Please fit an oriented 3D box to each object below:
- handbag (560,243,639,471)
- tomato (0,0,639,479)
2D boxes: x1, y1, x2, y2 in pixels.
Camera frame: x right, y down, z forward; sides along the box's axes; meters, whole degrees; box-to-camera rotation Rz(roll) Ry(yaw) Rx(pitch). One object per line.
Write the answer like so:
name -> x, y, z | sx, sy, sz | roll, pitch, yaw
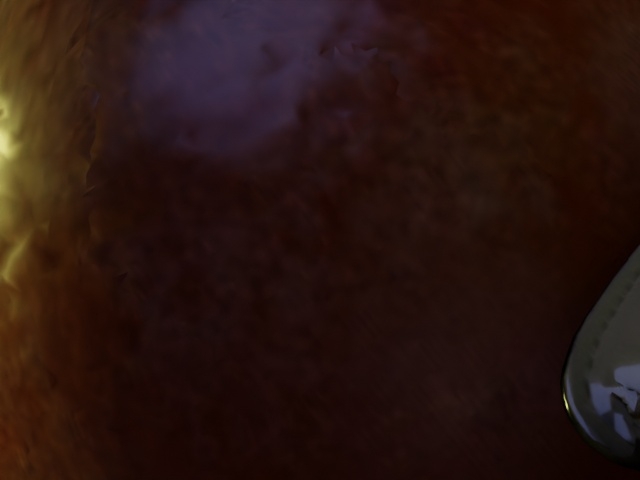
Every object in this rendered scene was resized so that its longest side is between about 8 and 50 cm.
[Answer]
handbag -> 0.261, 0.005, 0.327 | 0.359, 0.160, 0.237 | 29, 42, 17
tomato -> 0.000, 0.000, 0.504 | 0.265, 0.264, 0.265 | -13, 30, 8
